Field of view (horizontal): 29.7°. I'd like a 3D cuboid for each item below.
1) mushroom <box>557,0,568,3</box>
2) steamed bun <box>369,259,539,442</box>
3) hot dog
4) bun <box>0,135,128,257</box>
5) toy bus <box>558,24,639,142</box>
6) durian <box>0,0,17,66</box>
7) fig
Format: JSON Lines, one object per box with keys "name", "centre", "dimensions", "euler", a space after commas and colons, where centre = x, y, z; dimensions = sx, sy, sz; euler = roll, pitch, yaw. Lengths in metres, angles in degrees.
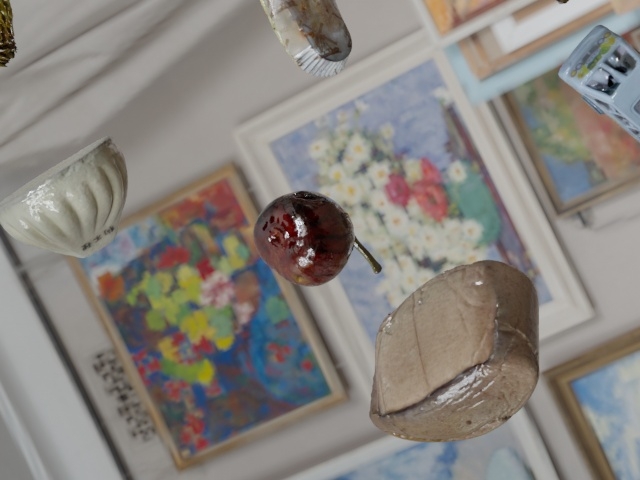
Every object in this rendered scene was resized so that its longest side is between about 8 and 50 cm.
{"name": "mushroom", "centre": [0.125, -0.417, 1.430], "dimensions": [0.356, 0.334, 0.331], "euler": [65, -163, -13]}
{"name": "steamed bun", "centre": [0.233, 0.197, 1.934], "dimensions": [0.199, 0.301, 0.251], "euler": [29, -135, -32]}
{"name": "hot dog", "centre": [-0.034, -0.406, 2.082], "dimensions": [0.144, 0.075, 0.268], "euler": [-22, -98, -40]}
{"name": "bun", "centre": [-0.448, -0.057, 2.212], "dimensions": [0.175, 0.263, 0.263], "euler": [57, -162, -13]}
{"name": "toy bus", "centre": [0.497, -0.173, 1.750], "dimensions": [0.329, 0.109, 0.136], "euler": [33, -166, -29]}
{"name": "durian", "centre": [-0.555, -0.392, 1.974], "dimensions": [0.252, 0.144, 0.139], "euler": [56, -172, 27]}
{"name": "fig", "centre": [-0.003, -0.015, 2.406], "dimensions": [0.249, 0.203, 0.186], "euler": [-15, -64, -45]}
